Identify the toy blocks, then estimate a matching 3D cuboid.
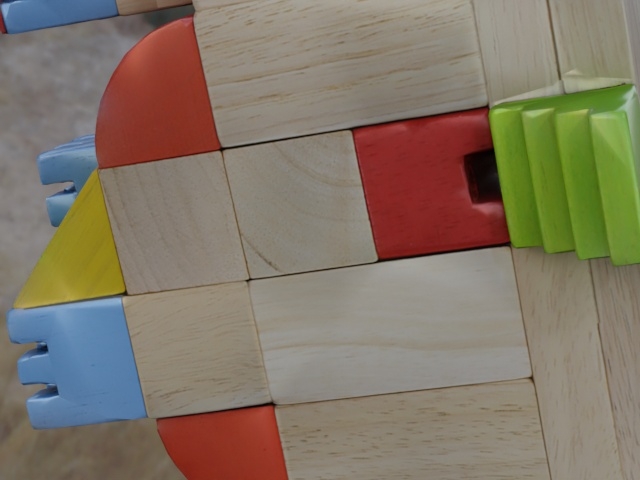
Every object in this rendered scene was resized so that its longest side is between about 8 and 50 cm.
[{"bbox_3d":[0.000,0.000,0.599,0.261,0.381,0.191,-8,12,17],"label":"toy blocks"}]
